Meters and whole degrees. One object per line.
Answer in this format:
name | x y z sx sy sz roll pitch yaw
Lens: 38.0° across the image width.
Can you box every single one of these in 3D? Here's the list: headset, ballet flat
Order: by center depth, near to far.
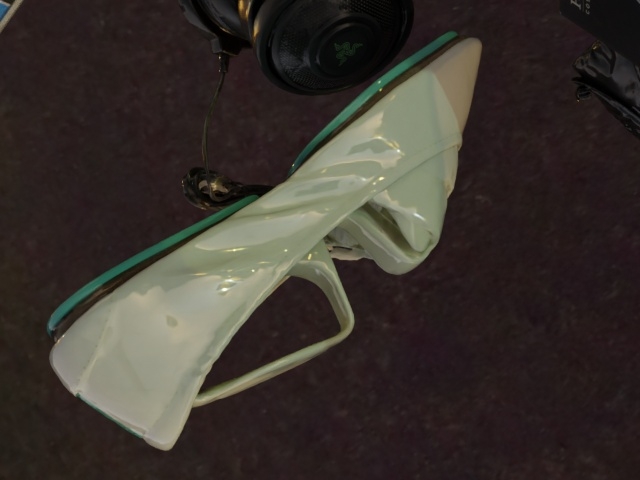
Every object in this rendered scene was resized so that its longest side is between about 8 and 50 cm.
ballet flat | 0.000 0.000 0.663 0.139 0.400 0.139 41 155 24
headset | -0.014 -0.201 0.801 0.243 0.185 0.394 39 108 45

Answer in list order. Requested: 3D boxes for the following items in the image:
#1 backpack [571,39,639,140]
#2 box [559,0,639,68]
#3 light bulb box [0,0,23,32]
backpack | 0.367 -0.162 0.953 0.182 0.115 0.152 45 164 3
box | 0.306 -0.235 0.531 0.312 0.179 0.343 52 164 41
light bulb box | -0.202 -0.272 0.294 0.358 0.225 0.361 28 143 -27
